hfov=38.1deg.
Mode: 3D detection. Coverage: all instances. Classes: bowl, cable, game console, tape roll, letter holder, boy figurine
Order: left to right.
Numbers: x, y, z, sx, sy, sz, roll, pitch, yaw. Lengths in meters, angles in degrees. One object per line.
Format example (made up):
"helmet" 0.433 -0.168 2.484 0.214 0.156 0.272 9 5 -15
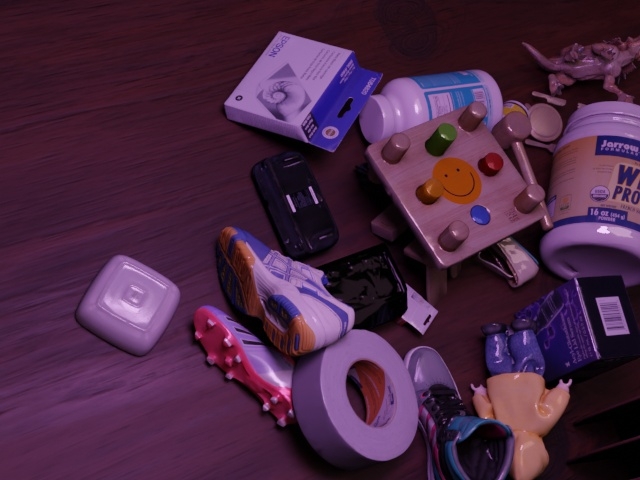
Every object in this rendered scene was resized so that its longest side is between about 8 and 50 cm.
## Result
"bowl" -0.301 0.096 1.478 0.142 0.053 0.142 31 58 -7
"game console" 0.000 0.000 1.637 0.213 0.044 0.361 -19 74 -18
"tape roll" 0.059 0.256 1.500 0.219 0.072 0.219 23 53 -35
"cable" 0.156 -0.121 1.739 0.184 0.047 0.150 18 41 10
"boy figurine" 0.354 0.281 1.617 0.177 0.092 0.285 -13 66 19
"letter holder" 0.537 0.344 1.566 0.214 0.302 0.152 -2 68 -23

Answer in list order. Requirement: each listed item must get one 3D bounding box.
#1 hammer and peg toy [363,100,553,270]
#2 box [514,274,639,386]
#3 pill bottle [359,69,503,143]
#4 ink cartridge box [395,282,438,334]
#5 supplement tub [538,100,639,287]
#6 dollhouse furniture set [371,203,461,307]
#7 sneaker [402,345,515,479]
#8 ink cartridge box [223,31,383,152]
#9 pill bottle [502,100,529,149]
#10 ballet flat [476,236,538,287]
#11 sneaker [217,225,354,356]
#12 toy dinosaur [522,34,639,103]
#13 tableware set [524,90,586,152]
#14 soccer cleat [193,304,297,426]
"hammer and peg toy" 0.284 -0.114 1.646 0.361 0.127 0.266 -23 74 -28
"box" 0.462 0.167 1.671 0.108 0.207 0.153 -2 67 -23
"pill bottle" 0.210 -0.248 1.791 0.264 0.146 0.146 -10 71 -26
"ink cartridge box" 0.150 0.116 1.669 0.115 0.029 0.063 40 59 -2
"supplement tub" 0.558 -0.088 1.806 0.228 0.228 0.316 20 65 -13
"dollhouse furniture set" 0.183 0.016 1.729 0.151 0.123 0.144 26 52 32
"sneaker" 0.226 0.299 1.529 0.124 0.178 0.295 -6 70 -25
"ink cartridge box" -0.029 -0.281 1.711 0.224 0.045 0.223 19 57 18
"pill bottle" 0.376 -0.229 1.899 0.065 0.065 0.116 41 59 -1
"ballet flat" 0.313 -0.009 1.770 0.248 0.086 0.086 47 58 2
"sneaker" -0.062 0.077 1.519 0.131 0.112 0.296 -12 44 -34
"toy dinosaur" 0.580 -0.388 2.021 0.296 0.127 0.200 5 26 5
"tableware set" 0.521 -0.234 1.979 0.194 0.039 0.128 15 74 -10
"soccer cleat" -0.105 0.193 1.506 0.248 0.083 0.095 45 43 1
